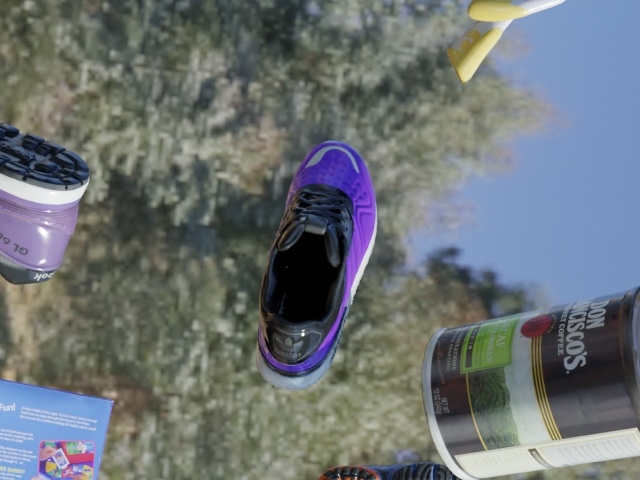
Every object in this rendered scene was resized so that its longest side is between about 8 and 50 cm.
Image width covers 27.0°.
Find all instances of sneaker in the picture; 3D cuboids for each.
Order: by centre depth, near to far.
[{"bbox_3d":[-0.336,-0.053,1.121,0.107,0.283,0.124,-32,145,-60],"label":"sneaker"},{"bbox_3d":[0.001,0.000,1.403,0.146,0.102,0.293,89,12,-61],"label":"sneaker"},{"bbox_3d":[0.107,0.338,1.825,0.087,0.221,0.083,47,50,-85],"label":"sneaker"}]

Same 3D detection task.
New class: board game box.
[{"bbox_3d":[-0.448,0.278,1.634,0.078,0.347,0.233,-8,-111,60],"label":"board game box"}]

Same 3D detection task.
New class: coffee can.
[{"bbox_3d":[0.292,0.181,1.644,0.275,0.201,0.201,-15,-118,30],"label":"coffee can"}]

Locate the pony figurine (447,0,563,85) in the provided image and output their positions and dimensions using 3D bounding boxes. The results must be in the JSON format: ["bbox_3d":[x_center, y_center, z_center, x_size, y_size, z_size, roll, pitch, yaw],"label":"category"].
[{"bbox_3d":[0.273,-0.406,1.633,0.351,0.363,0.303,67,5,26],"label":"pony figurine"}]
